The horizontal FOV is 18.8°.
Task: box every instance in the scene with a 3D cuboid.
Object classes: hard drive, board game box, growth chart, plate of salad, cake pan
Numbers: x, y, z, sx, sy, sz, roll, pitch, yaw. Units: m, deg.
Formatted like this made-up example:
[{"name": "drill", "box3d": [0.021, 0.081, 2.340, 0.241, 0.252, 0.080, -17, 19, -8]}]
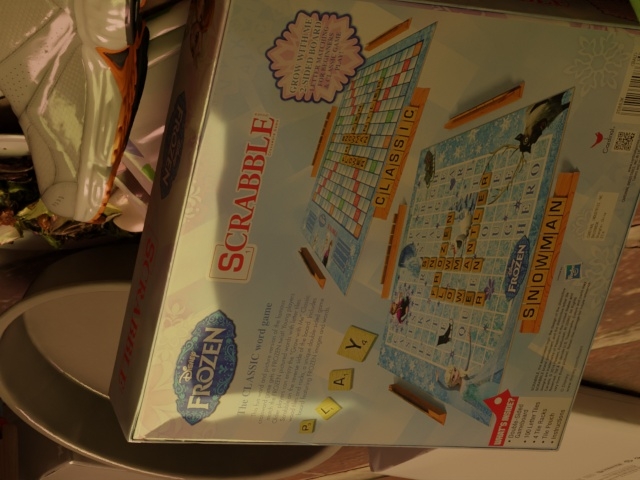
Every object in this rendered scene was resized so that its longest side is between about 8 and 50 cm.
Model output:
[{"name": "hard drive", "box3d": [0.257, 0.220, 2.081, 0.353, 0.047, 0.233, 14, 149, -40]}, {"name": "board game box", "box3d": [0.048, -0.015, 1.248, 0.318, 0.066, 0.319, 4, 115, -23]}, {"name": "growth chart", "box3d": [-0.076, -0.053, 1.278, 0.172, 0.021, 0.237, -15, 125, 25]}, {"name": "plate of salad", "box3d": [-0.212, -0.024, 1.384, 0.199, 0.048, 0.200, 0, 156, 0]}, {"name": "cake pan", "box3d": [-0.114, 0.098, 1.513, 0.293, 0.054, 0.293, 7, 144, 5]}]

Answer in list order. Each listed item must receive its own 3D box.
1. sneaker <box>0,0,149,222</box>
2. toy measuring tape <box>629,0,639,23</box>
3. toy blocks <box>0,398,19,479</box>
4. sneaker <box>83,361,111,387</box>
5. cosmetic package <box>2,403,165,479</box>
[{"name": "sneaker", "box3d": [-0.166, -0.117, 1.151, 0.121, 0.099, 0.262, 12, 139, 0]}, {"name": "toy measuring tape", "box3d": [0.231, -0.186, 1.088, 0.121, 0.121, 0.330, -8, 148, 3]}, {"name": "toy blocks", "box3d": [-0.340, 0.238, 1.730, 0.190, 0.261, 0.381, 3, 147, -17]}, {"name": "sneaker", "box3d": [-0.131, 0.088, 1.665, 0.094, 0.080, 0.212, -37, 144, 17]}, {"name": "cosmetic package", "box3d": [-0.177, 0.200, 1.853, 0.238, 0.107, 0.127, 17, 147, -37]}]
